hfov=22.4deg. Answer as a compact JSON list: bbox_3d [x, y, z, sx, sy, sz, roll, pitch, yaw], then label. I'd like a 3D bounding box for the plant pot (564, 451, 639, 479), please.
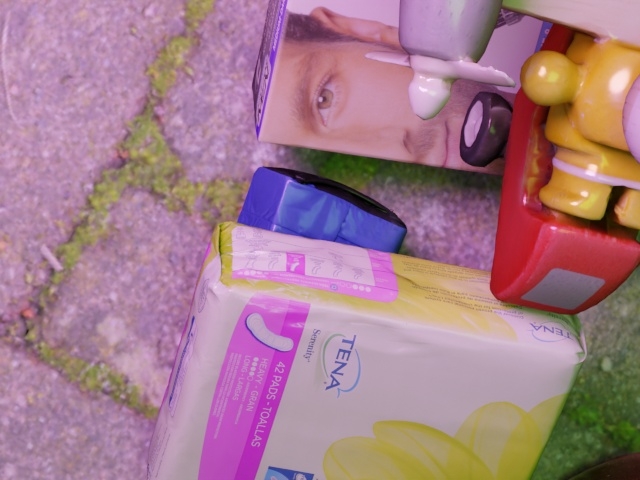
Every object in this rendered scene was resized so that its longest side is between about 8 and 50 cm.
[{"bbox_3d":[0.280,0.327,1.305,0.215,0.215,0.230,-36,110,-8],"label":"plant pot"}]

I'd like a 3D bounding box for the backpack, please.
[{"bbox_3d":[0.000,0.000,1.294,0.120,0.098,0.101,18,97,-22],"label":"backpack"}]

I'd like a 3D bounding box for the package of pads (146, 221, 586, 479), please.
[{"bbox_3d":[0.034,0.116,1.250,0.296,0.101,0.229,12,122,-11],"label":"package of pads"}]

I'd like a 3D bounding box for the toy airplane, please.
[{"bbox_3d":[0.235,-0.142,1.066,0.386,0.272,0.384,-24,120,9],"label":"toy airplane"}]

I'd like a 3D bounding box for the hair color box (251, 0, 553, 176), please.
[{"bbox_3d":[0.128,-0.154,1.270,0.338,0.110,0.185,8,122,-9],"label":"hair color box"}]
